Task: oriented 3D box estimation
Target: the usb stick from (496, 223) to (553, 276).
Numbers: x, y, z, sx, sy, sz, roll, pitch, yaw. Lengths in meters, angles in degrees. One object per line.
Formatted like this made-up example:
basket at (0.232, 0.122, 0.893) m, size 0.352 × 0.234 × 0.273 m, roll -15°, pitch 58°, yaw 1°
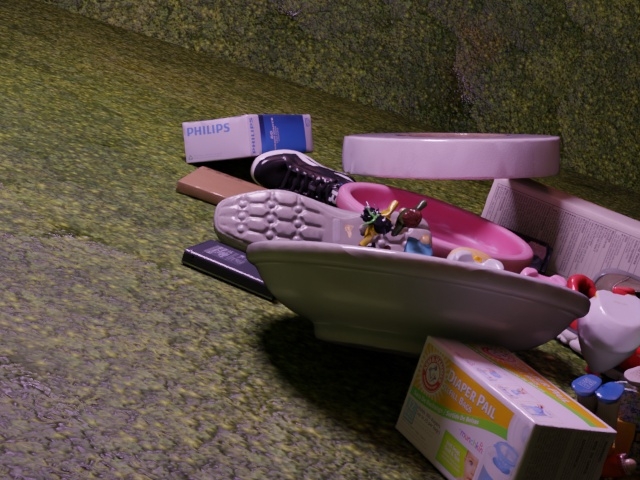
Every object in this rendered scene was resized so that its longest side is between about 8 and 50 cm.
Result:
usb stick at (0.273, -0.008, 2.255) m, size 0.278 × 0.045 × 0.077 m, roll 20°, pitch 57°, yaw 8°

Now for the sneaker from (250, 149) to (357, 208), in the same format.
sneaker at (-0.006, -0.096, 2.207) m, size 0.217 × 0.079 × 0.121 m, roll 13°, pitch 13°, yaw -27°

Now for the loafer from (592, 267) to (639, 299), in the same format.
loafer at (0.574, 0.122, 2.123) m, size 0.251 × 0.094 × 0.087 m, roll 14°, pitch 25°, yaw -1°

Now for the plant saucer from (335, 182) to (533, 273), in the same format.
plant saucer at (0.177, 0.000, 2.064) m, size 0.332 × 0.084 × 0.332 m, roll 17°, pitch 14°, yaw -4°

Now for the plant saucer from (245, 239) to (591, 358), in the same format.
plant saucer at (0.105, 0.083, 1.469) m, size 0.401 × 0.100 × 0.400 m, roll 10°, pitch -5°, yaw 1°

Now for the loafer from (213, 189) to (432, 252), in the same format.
loafer at (0.000, 0.000, 1.835) m, size 0.320 × 0.112 × 0.111 m, roll 10°, pitch -23°, yaw -10°

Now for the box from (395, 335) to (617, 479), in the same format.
box at (0.178, 0.188, 1.267) m, size 0.103 × 0.114 × 0.203 m, roll 10°, pitch 14°, yaw -30°

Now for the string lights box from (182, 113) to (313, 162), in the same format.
string lights box at (-0.128, -0.189, 2.322) m, size 0.133 × 0.076 × 0.260 m, roll -4°, pitch 4°, yaw 25°

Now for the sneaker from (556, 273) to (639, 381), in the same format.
sneaker at (0.431, 0.128, 1.818) m, size 0.107 × 0.118 × 0.279 m, roll 7°, pitch 18°, yaw -37°

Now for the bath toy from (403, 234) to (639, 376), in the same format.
bath toy at (0.272, 0.093, 1.742) m, size 0.348 × 0.129 × 0.151 m, roll 17°, pitch 36°, yaw 2°

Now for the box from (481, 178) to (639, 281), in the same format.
box at (0.451, -0.004, 2.308) m, size 0.311 × 0.148 × 0.121 m, roll 25°, pitch 14°, yaw 18°

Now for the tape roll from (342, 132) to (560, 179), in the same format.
tape roll at (0.237, -0.157, 2.301) m, size 0.392 × 0.072 × 0.392 m, roll 1°, pitch 7°, yaw 0°

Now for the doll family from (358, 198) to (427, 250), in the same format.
doll family at (0.064, 0.009, 1.719) m, size 0.076 × 0.193 × 0.111 m, roll 35°, pitch -3°, yaw -5°

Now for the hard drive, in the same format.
hard drive at (-0.104, 0.038, 1.679) m, size 0.135 × 0.022 × 0.094 m, roll 22°, pitch 14°, yaw 14°

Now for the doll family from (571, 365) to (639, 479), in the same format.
doll family at (0.363, 0.229, 1.272) m, size 0.263 × 0.163 × 0.118 m, roll 24°, pitch 37°, yaw 37°

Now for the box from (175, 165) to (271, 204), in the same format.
box at (-0.123, -0.070, 2.078) m, size 0.201 × 0.021 × 0.164 m, roll 20°, pitch 14°, yaw 4°
